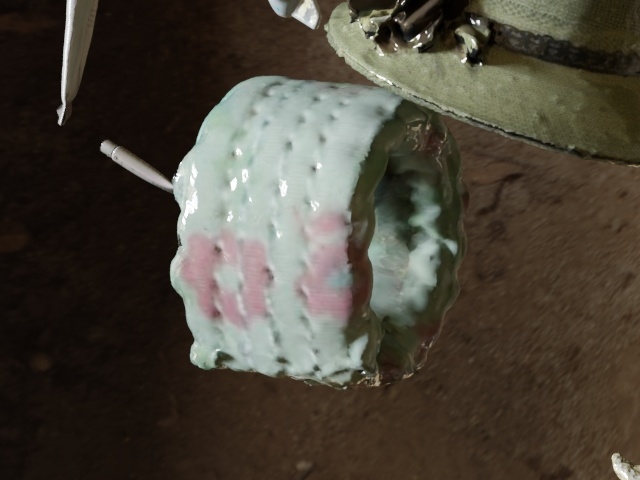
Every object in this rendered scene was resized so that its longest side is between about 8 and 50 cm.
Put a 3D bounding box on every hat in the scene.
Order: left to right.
[{"bbox_3d":[0.137,-0.151,0.832,0.257,0.257,0.130,21,113,16],"label":"hat"}]

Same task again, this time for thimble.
[{"bbox_3d":[0.000,0.000,0.964,0.149,0.185,0.211,8,70,27],"label":"thimble"}]

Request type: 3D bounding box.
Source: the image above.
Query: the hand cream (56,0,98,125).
[{"bbox_3d":[-0.201,-0.270,1.258,0.076,0.121,0.336,9,96,-7],"label":"hand cream"}]

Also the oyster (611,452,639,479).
[{"bbox_3d":[0.462,0.288,1.736,0.199,0.061,0.106,-15,121,8],"label":"oyster"}]

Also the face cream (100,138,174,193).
[{"bbox_3d":[-0.216,-0.086,1.742,0.115,0.038,0.020,33,81,7],"label":"face cream"}]

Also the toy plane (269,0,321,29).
[{"bbox_3d":[-0.011,-0.399,1.811,0.118,0.252,0.252,35,109,33],"label":"toy plane"}]
